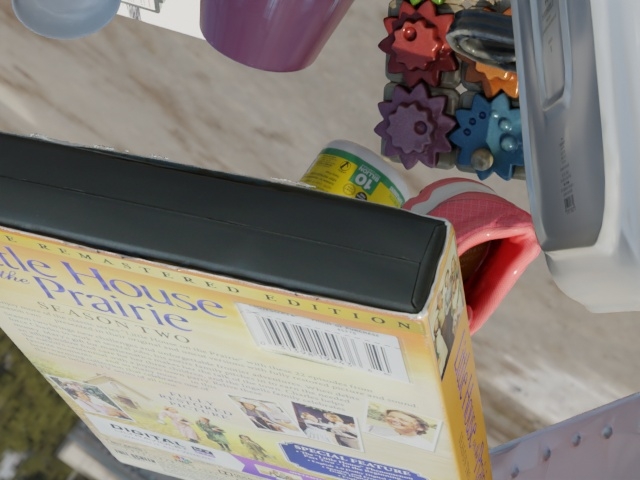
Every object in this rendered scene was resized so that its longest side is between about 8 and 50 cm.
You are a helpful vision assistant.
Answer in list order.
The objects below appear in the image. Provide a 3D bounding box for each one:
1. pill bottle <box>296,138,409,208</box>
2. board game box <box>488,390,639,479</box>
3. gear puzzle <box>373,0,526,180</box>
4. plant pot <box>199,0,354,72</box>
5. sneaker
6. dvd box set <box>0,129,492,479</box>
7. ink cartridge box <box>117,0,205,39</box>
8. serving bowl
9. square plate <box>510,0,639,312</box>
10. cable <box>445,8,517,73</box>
[{"bbox_3d":[0.000,0.000,1.473,0.117,0.208,0.117,32,162,11],"label":"pill bottle"},{"bbox_3d":[0.210,0.325,1.035,0.050,0.390,0.390,24,147,-24],"label":"board game box"},{"bbox_3d":[0.133,-0.221,1.201,0.175,0.339,0.044,10,-162,25],"label":"gear puzzle"},{"bbox_3d":[-0.039,-0.277,1.319,0.201,0.201,0.180,33,127,14],"label":"plant pot"},{"bbox_3d":[0.055,0.063,1.096,0.116,0.314,0.136,52,167,-23],"label":"sneaker"},{"bbox_3d":[-0.050,0.083,0.848,0.307,0.062,0.420,11,154,17],"label":"dvd box set"},{"bbox_3d":[-0.219,-0.388,1.729,0.273,0.198,0.115,17,136,10],"label":"ink cartridge box"},{"bbox_3d":[-0.197,-0.195,1.016,0.083,0.083,0.027,47,-157,-50],"label":"serving bowl"},{"bbox_3d":[0.151,-0.126,0.744,0.049,0.344,0.347,-4,178,1],"label":"square plate"},{"bbox_3d":[0.218,-0.119,0.977,0.287,0.072,0.139,15,176,19],"label":"cable"}]
